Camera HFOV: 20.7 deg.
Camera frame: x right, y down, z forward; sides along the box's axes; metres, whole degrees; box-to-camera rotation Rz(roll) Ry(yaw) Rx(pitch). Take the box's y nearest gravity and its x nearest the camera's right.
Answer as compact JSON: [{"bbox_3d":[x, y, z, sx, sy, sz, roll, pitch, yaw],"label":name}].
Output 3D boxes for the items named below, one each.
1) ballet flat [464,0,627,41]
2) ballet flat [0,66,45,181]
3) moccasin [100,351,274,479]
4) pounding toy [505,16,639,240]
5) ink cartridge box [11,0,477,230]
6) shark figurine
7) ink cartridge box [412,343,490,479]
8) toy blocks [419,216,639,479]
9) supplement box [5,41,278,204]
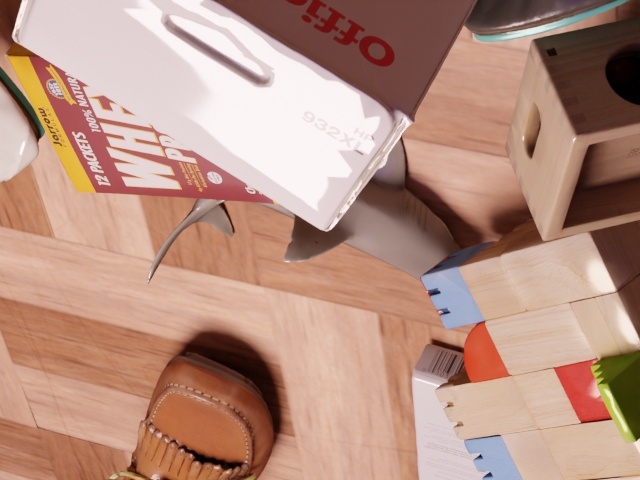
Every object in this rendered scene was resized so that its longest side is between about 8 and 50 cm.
[{"bbox_3d":[0.210,-0.200,1.097,0.280,0.095,0.096,-9,119,26],"label":"ballet flat"},{"bbox_3d":[-0.363,-0.186,1.340,0.139,0.139,0.400,-8,126,38],"label":"ballet flat"},{"bbox_3d":[-0.145,0.245,1.760,0.139,0.147,0.380,29,142,0],"label":"moccasin"},{"bbox_3d":[0.241,-0.105,1.158,0.206,0.094,0.181,-13,150,-11],"label":"pounding toy"},{"bbox_3d":[-0.008,-0.192,1.055,0.223,0.307,0.129,31,142,-2],"label":"ink cartridge box"},{"bbox_3d":[-0.025,-0.015,1.426,0.278,0.116,0.166,7,136,23],"label":"shark figurine"},{"bbox_3d":[0.195,0.203,1.583,0.223,0.045,0.224,15,141,18],"label":"ink cartridge box"},{"bbox_3d":[0.208,0.123,1.366,0.261,0.191,0.381,-17,103,53],"label":"toy blocks"},{"bbox_3d":[-0.080,-0.140,1.250,0.191,0.194,0.129,4,136,29],"label":"supplement box"}]
